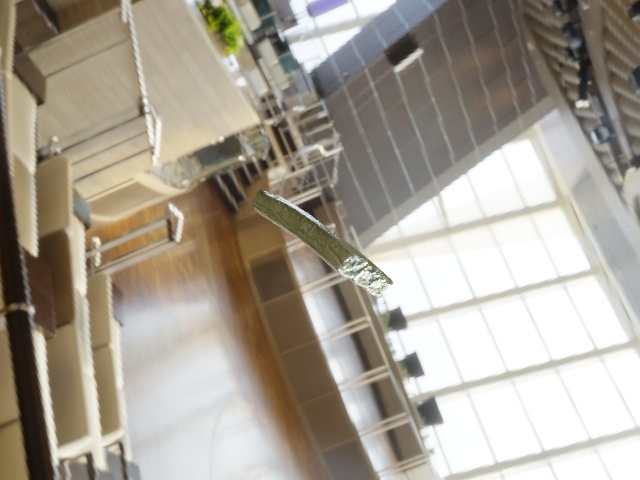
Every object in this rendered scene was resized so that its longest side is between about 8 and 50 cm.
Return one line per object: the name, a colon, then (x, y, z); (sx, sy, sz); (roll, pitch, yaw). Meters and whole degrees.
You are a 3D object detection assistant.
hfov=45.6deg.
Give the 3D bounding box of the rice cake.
rice cake: (0.000, 0.000, 1.104); (0.237, 0.043, 0.127); (37, 1, 41)
